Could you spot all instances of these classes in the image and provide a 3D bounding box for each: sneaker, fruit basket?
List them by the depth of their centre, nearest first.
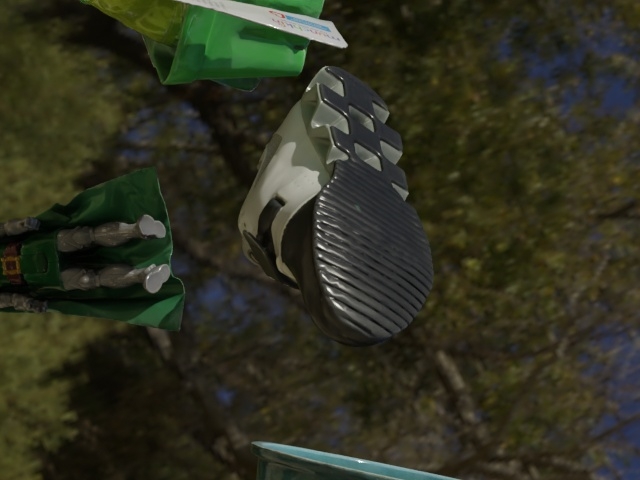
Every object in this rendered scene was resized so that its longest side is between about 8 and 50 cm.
[{"bbox_3d":[-0.180,-0.226,1.189,0.327,0.353,0.165,-119,-142,-60],"label":"fruit basket"},{"bbox_3d":[0.000,0.000,1.299,0.122,0.330,0.146,35,-64,-22],"label":"sneaker"}]

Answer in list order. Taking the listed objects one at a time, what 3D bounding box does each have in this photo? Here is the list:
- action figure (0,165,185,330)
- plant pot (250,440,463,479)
[{"bbox_3d":[-0.231,0.018,1.337,0.232,0.063,0.137,-6,-89,29],"label":"action figure"},{"bbox_3d":[0.062,0.394,1.553,0.341,0.341,0.334,6,-99,51],"label":"plant pot"}]
